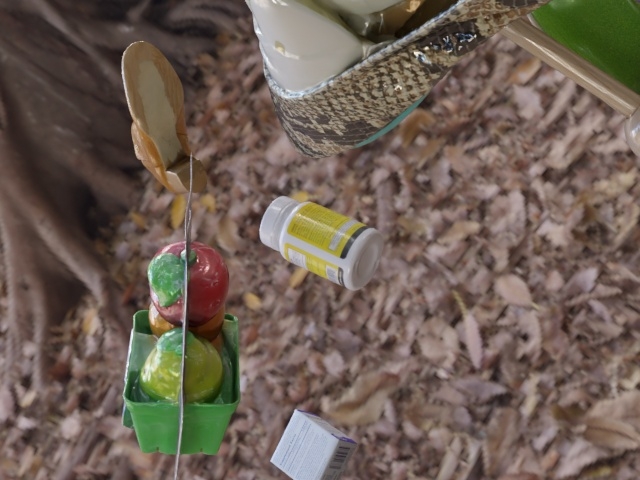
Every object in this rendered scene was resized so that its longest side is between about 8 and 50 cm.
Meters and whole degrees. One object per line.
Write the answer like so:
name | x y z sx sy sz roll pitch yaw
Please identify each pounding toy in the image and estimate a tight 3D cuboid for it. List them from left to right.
pounding toy | 0.240 -0.171 0.813 0.110 0.183 0.237 -47 2 33

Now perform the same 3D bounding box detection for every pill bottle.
pill bottle | 0.000 0.000 2.024 0.208 0.119 0.119 24 80 26

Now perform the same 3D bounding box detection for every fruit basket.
fruit basket | -0.197 0.101 1.517 0.327 0.165 0.353 -99 8 -61

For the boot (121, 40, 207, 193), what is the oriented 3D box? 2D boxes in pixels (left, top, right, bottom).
boot | -0.307 -0.215 1.990 0.104 0.295 0.211 -29 21 -20

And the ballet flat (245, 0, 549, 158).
ballet flat | 0.061 -0.189 0.695 0.483 0.182 0.164 -24 63 50

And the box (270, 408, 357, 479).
box | -0.014 0.436 2.280 0.137 0.072 0.126 29 95 40
